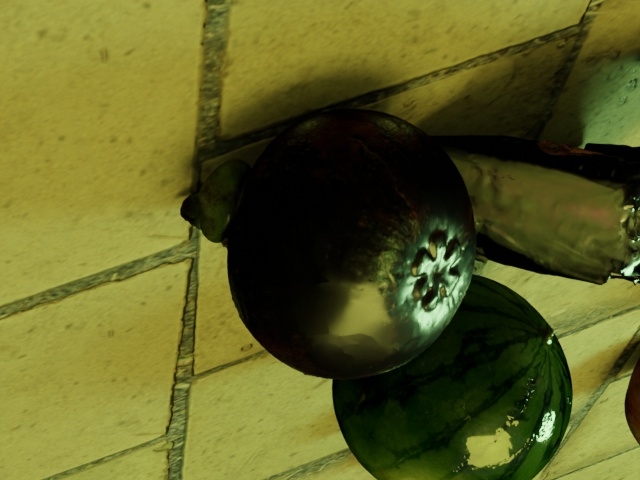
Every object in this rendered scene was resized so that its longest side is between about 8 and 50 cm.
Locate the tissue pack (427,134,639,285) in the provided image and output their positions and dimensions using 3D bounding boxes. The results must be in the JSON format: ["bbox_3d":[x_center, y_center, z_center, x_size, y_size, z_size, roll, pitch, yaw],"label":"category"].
[{"bbox_3d":[0.242,-0.028,1.604,0.245,0.123,0.332,16,-173,38],"label":"tissue pack"}]

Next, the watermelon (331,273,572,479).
[{"bbox_3d":[0.133,0.149,1.859,0.242,0.242,0.242,-21,159,-8],"label":"watermelon"}]

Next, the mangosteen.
[{"bbox_3d":[0.012,0.002,1.440,0.216,0.216,0.216,-21,159,-8],"label":"mangosteen"}]

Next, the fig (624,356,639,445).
[{"bbox_3d":[0.509,0.211,2.535,0.205,0.205,0.205,-21,159,-8],"label":"fig"}]
